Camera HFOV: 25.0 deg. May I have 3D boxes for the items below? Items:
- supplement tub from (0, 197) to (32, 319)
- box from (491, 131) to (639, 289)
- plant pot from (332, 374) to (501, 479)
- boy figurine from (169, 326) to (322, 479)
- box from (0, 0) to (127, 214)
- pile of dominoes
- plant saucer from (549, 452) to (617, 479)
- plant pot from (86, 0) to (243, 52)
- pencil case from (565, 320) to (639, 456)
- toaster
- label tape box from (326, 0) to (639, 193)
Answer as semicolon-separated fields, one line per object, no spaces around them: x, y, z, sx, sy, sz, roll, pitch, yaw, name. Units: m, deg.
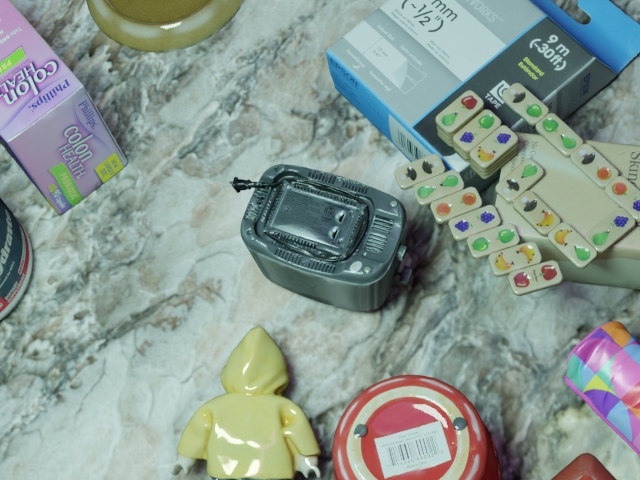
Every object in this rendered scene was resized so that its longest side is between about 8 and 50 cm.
-0.478;-0.011;1.753;0.191;0.272;0.191;-3;66;7;supplement tub
0.368;-0.028;1.717;0.311;0.121;0.148;6;67;11;box
0.104;0.247;1.610;0.191;0.174;0.191;-4;64;7;plant pot
-0.087;0.242;1.684;0.177;0.092;0.285;-6;65;6;boy figurine
-0.386;-0.189;1.850;0.117;0.213;0.243;-39;67;-10;box
0.229;-0.066;1.666;0.196;0.040;0.251;-40;65;-9;pile of dominoes
0.285;0.399;1.583;0.259;0.047;0.258;-38;66;-8;plant saucer
-0.216;-0.370;2.006;0.236;0.032;0.236;-3;67;8;plant pot
0.378;0.200;1.630;0.104;0.104;0.236;-36;65;-8;pencil case
0.000;0.000;1.746;0.227;0.146;0.129;16;69;14;toaster
0.219;-0.248;1.843;0.348;0.115;0.249;-41;67;-8;label tape box
